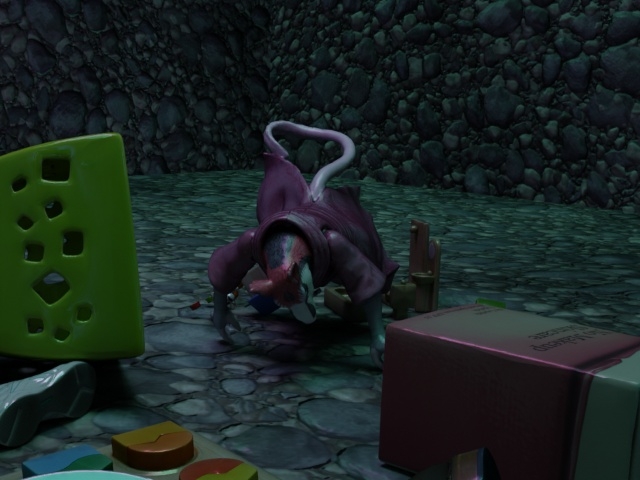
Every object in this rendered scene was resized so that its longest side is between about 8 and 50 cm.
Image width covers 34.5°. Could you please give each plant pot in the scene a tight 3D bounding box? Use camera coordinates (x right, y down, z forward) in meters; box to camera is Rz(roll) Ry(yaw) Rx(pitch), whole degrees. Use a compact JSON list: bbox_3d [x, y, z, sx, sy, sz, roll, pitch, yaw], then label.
[{"bbox_3d":[-0.309,0.022,1.066,0.207,0.227,0.228,-6,-4,-18],"label":"plant pot"}]

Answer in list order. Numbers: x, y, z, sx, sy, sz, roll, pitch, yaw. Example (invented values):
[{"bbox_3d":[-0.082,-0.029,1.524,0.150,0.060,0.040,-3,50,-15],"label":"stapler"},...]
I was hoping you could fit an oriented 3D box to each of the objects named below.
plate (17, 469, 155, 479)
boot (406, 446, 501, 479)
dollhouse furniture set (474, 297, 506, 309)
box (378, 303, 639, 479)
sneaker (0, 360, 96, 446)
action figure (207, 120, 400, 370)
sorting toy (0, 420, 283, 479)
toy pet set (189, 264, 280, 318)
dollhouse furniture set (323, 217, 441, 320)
[{"bbox_3d":[-0.140,0.200,0.607,0.188,0.024,0.188,6,22,-3],"label":"plate"},{"bbox_3d":[0.056,0.206,0.642,0.106,0.082,0.219,-18,7,18],"label":"boot"},{"bbox_3d":[0.173,0.126,1.089,0.076,0.059,0.152,10,31,0],"label":"dollhouse furniture set"},{"bbox_3d":[0.183,0.139,0.852,0.232,0.127,0.148,10,11,40],"label":"box"},{"bbox_3d":[-0.263,0.143,0.943,0.061,0.054,0.152,4,9,24],"label":"sneaker"},{"bbox_3d":[0.000,0.000,1.239,0.248,0.276,0.370,7,7,8],"label":"action figure"},{"bbox_3d":[-0.131,0.183,0.768,0.208,0.038,0.193,-4,11,-38],"label":"sorting toy"},{"bbox_3d":[-0.104,0.084,1.423,0.114,0.065,0.122,-31,-1,13],"label":"toy pet set"},{"bbox_3d":[0.091,0.039,1.481,0.151,0.123,0.144,0,9,-17],"label":"dollhouse furniture set"}]
